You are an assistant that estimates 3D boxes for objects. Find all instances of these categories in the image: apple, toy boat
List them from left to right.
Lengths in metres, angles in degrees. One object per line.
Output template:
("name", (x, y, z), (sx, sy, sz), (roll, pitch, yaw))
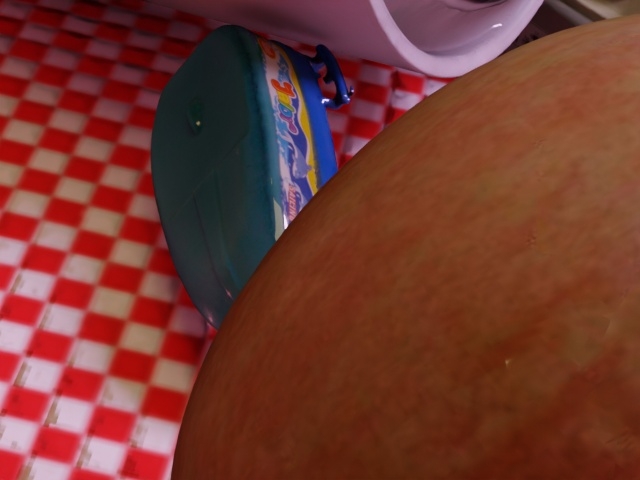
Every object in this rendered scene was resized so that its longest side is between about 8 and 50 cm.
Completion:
("toy boat", (0.000, 0.000, 0.628), (0.110, 0.091, 0.175), (25, 33, -31))
("apple", (0.093, 0.075, 0.412), (0.234, 0.257, 0.257), (-33, 56, -29))

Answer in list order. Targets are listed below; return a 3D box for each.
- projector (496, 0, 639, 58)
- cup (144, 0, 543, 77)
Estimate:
("projector", (0.136, -0.166, 0.860), (0.193, 0.088, 0.269), (-21, 49, -32))
("cup", (-0.060, -0.230, 0.723), (0.371, 0.253, 0.253), (17, 36, 28))
